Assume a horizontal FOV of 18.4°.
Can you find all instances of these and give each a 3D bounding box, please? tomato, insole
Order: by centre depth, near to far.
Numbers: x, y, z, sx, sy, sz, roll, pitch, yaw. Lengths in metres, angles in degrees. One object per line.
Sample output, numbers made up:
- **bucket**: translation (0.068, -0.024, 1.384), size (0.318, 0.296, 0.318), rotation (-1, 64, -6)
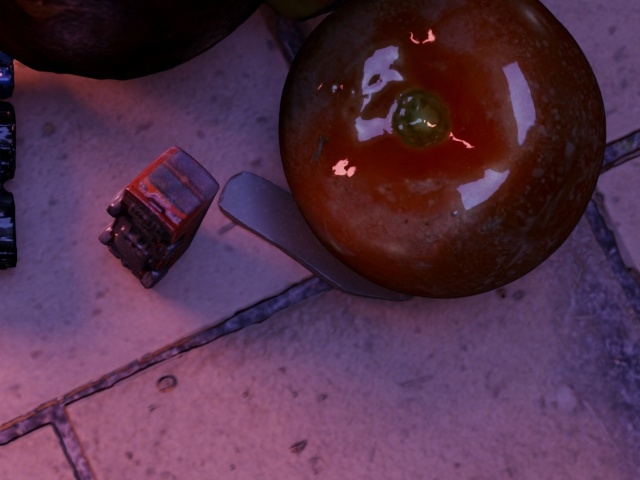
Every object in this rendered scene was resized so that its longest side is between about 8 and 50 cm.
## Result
- **tomato**: translation (0.104, -0.086, 1.645), size (0.270, 0.222, 0.270), rotation (-3, 81, 18)
- **insole**: translation (0.000, 0.000, 1.718), size (0.192, 0.010, 0.063), rotation (28, 74, 0)

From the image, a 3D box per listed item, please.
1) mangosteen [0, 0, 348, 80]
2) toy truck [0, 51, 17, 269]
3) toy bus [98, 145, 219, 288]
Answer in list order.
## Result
- **mangosteen**: translation (-0.162, -0.310, 1.603), size (0.421, 0.381, 0.381), rotation (5, 71, -51)
- **toy truck**: translation (-0.308, -0.081, 1.635), size (0.113, 0.126, 0.208), rotation (-1, 76, -8)
- **toy bus**: translation (-0.132, -0.017, 1.611), size (0.065, 0.192, 0.077), rotation (42, 70, 1)
